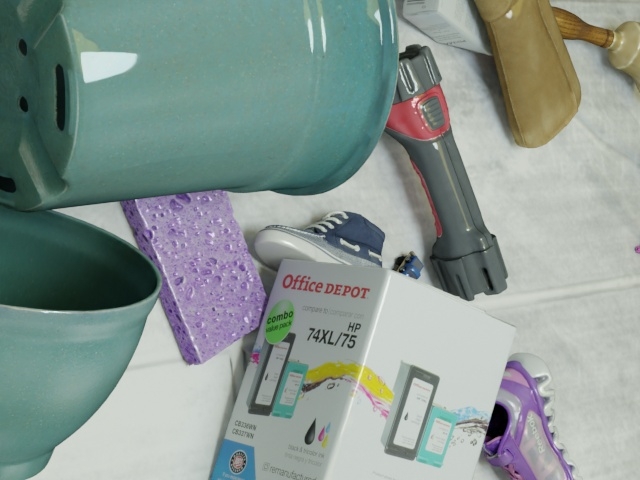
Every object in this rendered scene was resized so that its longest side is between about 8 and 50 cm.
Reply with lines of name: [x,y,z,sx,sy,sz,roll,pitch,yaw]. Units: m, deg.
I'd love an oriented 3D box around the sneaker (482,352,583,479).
sneaker: [0.249,0.263,1.920,0.104,0.095,0.236,-18,92,-33]

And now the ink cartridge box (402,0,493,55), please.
ink cartridge box: [0.191,-0.332,1.975,0.232,0.066,0.189,29,66,-58]

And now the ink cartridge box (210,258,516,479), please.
ink cartridge box: [0.045,0.179,1.657,0.197,0.198,0.270,24,78,-35]

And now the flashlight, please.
flashlight: [0.133,-0.078,1.858,0.103,0.103,0.304,-63,135,-67]

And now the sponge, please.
sponge: [-0.131,0.015,1.661,0.117,0.031,0.210,-30,104,-38]

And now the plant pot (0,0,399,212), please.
plant pot: [-0.161,-0.179,1.452,0.334,0.341,0.341,-15,95,-41]

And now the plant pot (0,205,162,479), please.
plant pot: [-0.304,0.093,1.372,0.293,0.293,0.196,2,110,-40]

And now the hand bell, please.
hand bell: [0.377,-0.276,2.090,0.242,0.126,0.126,14,76,-27]

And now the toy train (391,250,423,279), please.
toy train: [0.078,0.071,1.827,0.027,0.036,0.158,50,57,-24]

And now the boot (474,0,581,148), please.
boot: [0.280,-0.293,1.978,0.236,0.089,0.270,-44,126,-25]

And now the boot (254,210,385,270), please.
boot: [0.000,0.000,1.759,0.190,0.069,0.086,28,60,-43]

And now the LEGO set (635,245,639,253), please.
LEGO set: [0.489,-0.076,2.159,0.093,0.087,0.227,14,75,-39]
